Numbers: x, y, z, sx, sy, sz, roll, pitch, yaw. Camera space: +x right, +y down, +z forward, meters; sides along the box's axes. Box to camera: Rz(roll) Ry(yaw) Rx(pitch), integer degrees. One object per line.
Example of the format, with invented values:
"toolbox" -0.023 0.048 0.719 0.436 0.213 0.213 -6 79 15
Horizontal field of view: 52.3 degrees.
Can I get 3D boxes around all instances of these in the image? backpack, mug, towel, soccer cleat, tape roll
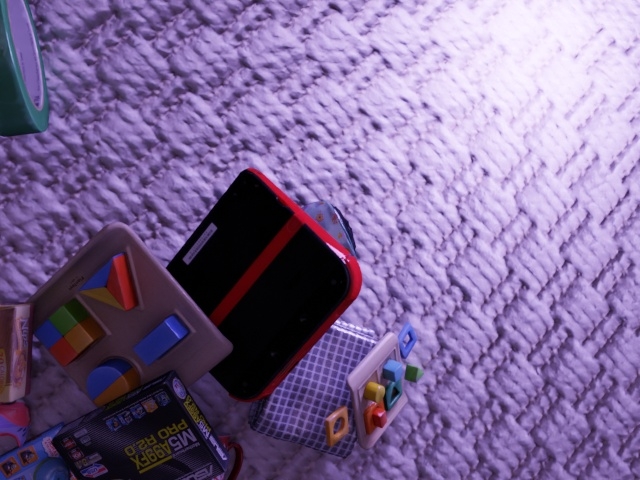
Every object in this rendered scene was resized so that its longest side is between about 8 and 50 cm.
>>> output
"backpack" 0.000 0.000 1.393 0.145 0.188 0.165 -24 94 -12
"mug" -0.232 0.488 1.356 0.151 0.113 0.169 6 78 -14
"towel" -0.005 0.305 1.419 0.235 0.121 0.283 20 84 -12
"soccer cleat" -0.704 0.361 1.283 0.248 0.083 0.095 3 69 -17
"tape roll" -0.583 -0.356 1.209 0.077 0.321 0.320 -9 91 -11

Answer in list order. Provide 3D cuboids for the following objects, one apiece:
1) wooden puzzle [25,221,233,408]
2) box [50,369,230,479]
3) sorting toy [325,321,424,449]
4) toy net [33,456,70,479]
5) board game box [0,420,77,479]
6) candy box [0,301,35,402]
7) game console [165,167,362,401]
"wooden puzzle" -0.399 0.188 1.290 0.322 0.080 0.347 -40 96 15
"box" -0.345 0.404 1.263 0.270 0.060 0.216 -27 100 9
"sorting toy" 0.133 0.325 1.390 0.348 0.047 0.195 -40 127 -40
"toy net" -0.493 0.543 1.313 0.122 0.045 0.232 -13 96 -43
"board game box" -0.588 0.494 1.330 0.212 0.039 0.160 -28 94 -11
"candy box" -0.723 0.205 1.251 0.317 0.087 0.182 3 89 2
"game console" -0.141 0.099 1.323 0.342 0.060 0.386 44 103 15
